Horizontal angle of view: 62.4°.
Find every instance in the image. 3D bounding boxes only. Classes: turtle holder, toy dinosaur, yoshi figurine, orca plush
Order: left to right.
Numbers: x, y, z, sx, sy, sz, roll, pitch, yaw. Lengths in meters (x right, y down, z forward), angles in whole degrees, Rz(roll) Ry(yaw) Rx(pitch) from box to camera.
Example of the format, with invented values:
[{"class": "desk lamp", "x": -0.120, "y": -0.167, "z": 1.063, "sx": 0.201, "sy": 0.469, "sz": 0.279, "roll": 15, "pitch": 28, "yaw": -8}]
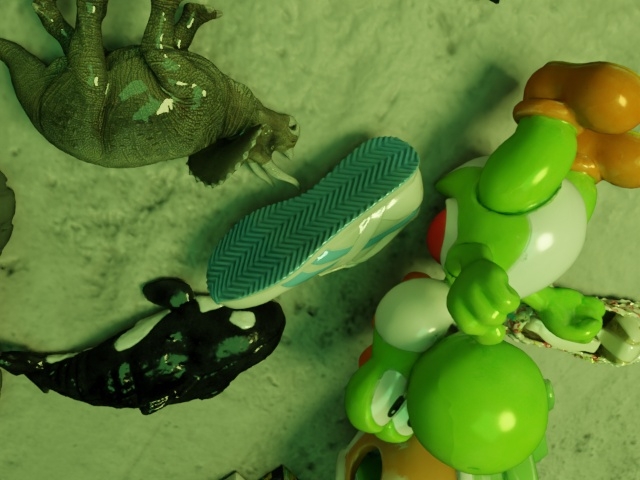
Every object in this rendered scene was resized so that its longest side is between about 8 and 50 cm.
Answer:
[{"class": "toy dinosaur", "x": -0.163, "y": -0.121, "z": 0.435, "sx": 0.314, "sy": 0.121, "sz": 0.160, "roll": 3, "pitch": 104, "yaw": -9}, {"class": "orca plush", "x": -0.178, "y": 0.125, "z": 0.536, "sx": 0.288, "sy": 0.102, "sz": 0.151, "roll": 0, "pitch": 111, "yaw": -5}, {"class": "turtle holder", "x": 0.149, "y": 0.289, "z": 0.585, "sx": 0.228, "sy": 0.320, "sz": 0.243, "roll": -10, "pitch": 69, "yaw": 13}, {"class": "yoshi figurine", "x": 0.169, "y": 0.045, "z": 0.449, "sx": 0.204, "sy": 0.203, "sz": 0.362, "roll": 34, "pitch": 92, "yaw": 1}]

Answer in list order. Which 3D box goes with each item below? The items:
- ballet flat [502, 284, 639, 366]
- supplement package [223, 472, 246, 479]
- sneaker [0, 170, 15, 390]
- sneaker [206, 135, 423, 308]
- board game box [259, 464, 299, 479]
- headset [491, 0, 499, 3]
[{"class": "ballet flat", "x": 0.298, "y": 0.104, "z": 0.588, "sx": 0.241, "sy": 0.077, "sz": 0.091, "roll": 10, "pitch": 109, "yaw": -10}, {"class": "supplement package", "x": -0.079, "y": 0.470, "z": 0.638, "sx": 0.175, "sy": 0.177, "sz": 0.293, "roll": -35, "pitch": 111, "yaw": 9}, {"class": "sneaker", "x": -0.375, "y": 0.091, "z": 0.479, "sx": 0.125, "sy": 0.139, "sz": 0.340, "roll": 11, "pitch": 108, "yaw": -11}, {"class": "sneaker", "x": 0.000, "y": 0.000, "z": 0.501, "sx": 0.229, "sy": 0.087, "sz": 0.092, "roll": -31, "pitch": 145, "yaw": 0}, {"class": "board game box", "x": -0.014, "y": 0.372, "z": 0.611, "sx": 0.048, "sy": 0.170, "sz": 0.141, "roll": -38, "pitch": 111, "yaw": 7}, {"class": "headset", "x": 0.315, "y": -0.274, "z": 0.379, "sx": 0.395, "sy": 0.243, "sz": 0.185, "roll": 1, "pitch": 131, "yaw": 9}]
